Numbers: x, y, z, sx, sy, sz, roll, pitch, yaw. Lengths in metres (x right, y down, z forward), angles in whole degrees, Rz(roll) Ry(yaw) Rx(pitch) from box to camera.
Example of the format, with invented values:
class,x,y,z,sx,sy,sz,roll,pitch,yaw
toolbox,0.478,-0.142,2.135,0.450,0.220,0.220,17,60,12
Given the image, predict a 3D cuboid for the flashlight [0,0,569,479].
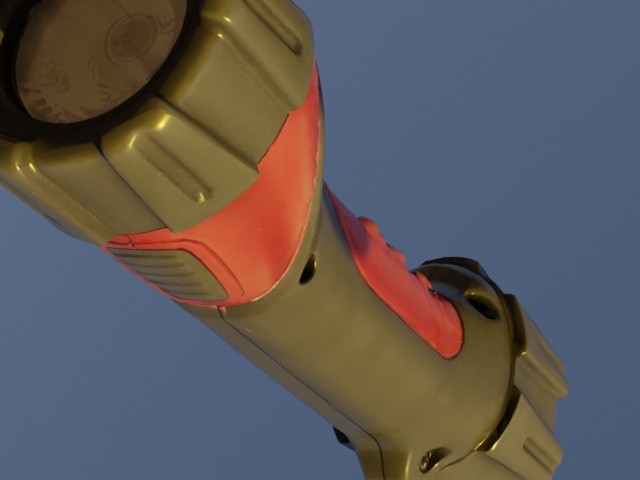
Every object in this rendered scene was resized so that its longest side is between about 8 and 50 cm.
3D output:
class,x,y,z,sx,sy,sz,roll,pitch,yaw
flashlight,0.000,0.000,0.641,0.103,0.304,0.103,-38,-126,8
